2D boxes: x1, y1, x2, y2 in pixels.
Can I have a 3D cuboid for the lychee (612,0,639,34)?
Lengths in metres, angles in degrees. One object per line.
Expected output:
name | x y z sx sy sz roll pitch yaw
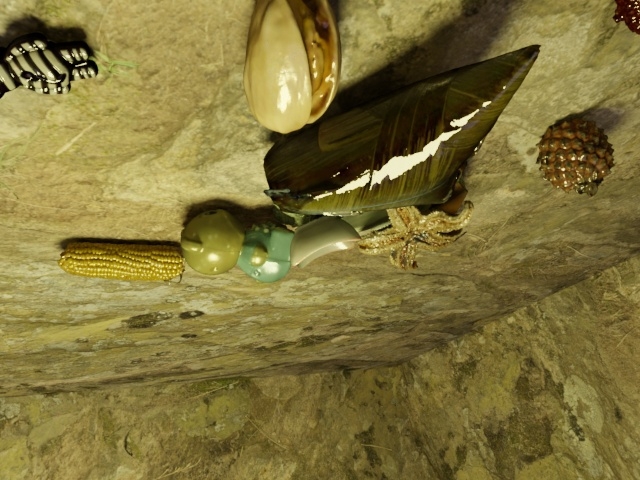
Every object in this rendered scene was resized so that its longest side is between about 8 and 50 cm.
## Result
lychee | 0.536 -0.401 0.685 0.123 0.123 0.129 -2 162 -22

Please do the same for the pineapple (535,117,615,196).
pineapple | 0.611 -0.188 1.034 0.166 0.193 0.166 -8 154 -4

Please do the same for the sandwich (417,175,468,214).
sandwich | 0.315 -0.127 1.118 0.096 0.094 0.258 -4 152 -7

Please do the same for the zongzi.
zongzi | 0.093 -0.178 0.744 0.403 0.207 0.432 -8 168 -6

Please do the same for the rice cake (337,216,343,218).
rice cake | 0.118 -0.128 1.003 0.226 0.040 0.085 -31 155 -17

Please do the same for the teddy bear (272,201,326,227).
teddy bear | -0.011 -0.080 1.041 0.213 0.111 0.133 -12 156 -1

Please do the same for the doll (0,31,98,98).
doll | -0.434 -0.241 0.606 0.219 0.067 0.091 -14 149 -11

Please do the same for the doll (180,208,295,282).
doll | -0.206 0.013 1.048 0.261 0.161 0.177 12 -172 -20

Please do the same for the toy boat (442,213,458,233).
toy boat | 0.381 -0.054 1.283 0.110 0.091 0.175 2 157 5

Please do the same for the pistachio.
pistachio | -0.046 -0.270 0.657 0.157 0.157 0.229 -6 145 -14

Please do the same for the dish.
dish | 0.000 0.000 0.948 0.151 0.077 0.212 -21 175 -2

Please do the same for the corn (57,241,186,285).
corn | -0.490 0.055 1.088 0.293 0.106 0.106 4 147 -26

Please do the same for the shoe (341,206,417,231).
shoe | 0.140 -0.060 1.165 0.265 0.095 0.110 -17 153 0

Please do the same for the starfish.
starfish | 0.246 -0.027 1.072 0.303 0.113 0.312 11 145 -26
